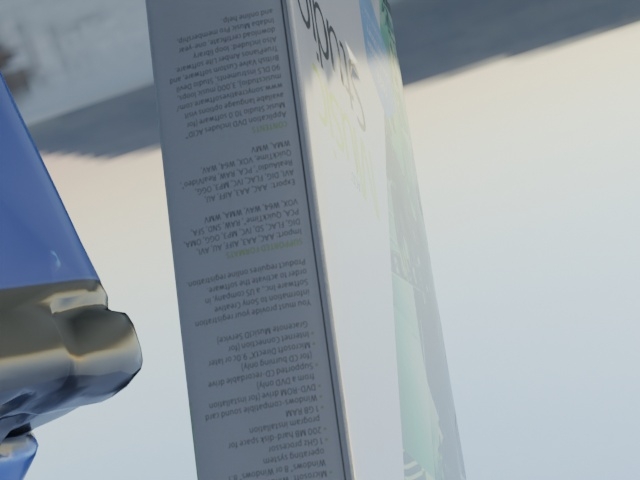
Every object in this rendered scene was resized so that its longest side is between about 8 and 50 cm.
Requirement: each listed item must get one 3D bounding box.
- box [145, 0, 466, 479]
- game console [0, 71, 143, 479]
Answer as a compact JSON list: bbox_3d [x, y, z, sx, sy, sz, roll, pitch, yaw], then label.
[{"bbox_3d":[0.000,0.000,0.753,0.058,0.322,0.232,-11,160,12],"label":"box"},{"bbox_3d":[-0.180,0.031,0.335,0.173,0.250,0.293,-31,170,22],"label":"game console"}]
